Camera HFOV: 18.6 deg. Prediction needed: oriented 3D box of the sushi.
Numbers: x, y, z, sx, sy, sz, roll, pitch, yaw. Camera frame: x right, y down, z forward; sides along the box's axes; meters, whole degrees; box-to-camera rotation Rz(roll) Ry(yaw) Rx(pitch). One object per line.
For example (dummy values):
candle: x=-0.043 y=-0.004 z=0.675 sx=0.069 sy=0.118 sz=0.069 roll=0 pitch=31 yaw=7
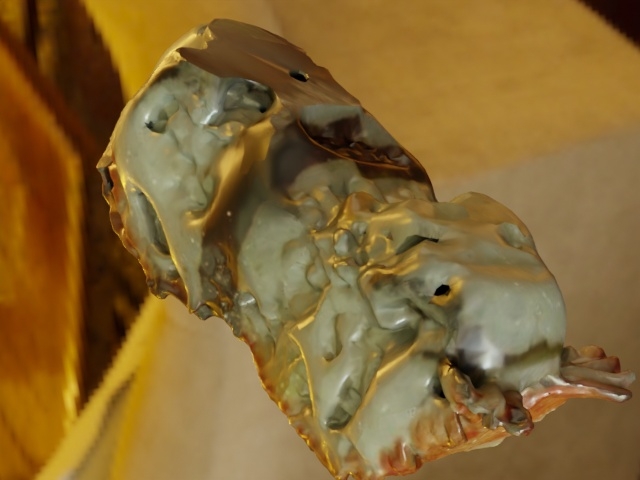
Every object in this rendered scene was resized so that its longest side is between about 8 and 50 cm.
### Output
sushi: x=0.000 y=0.000 z=0.911 sx=0.332 sy=0.124 sz=0.130 roll=46 pitch=127 yaw=32
